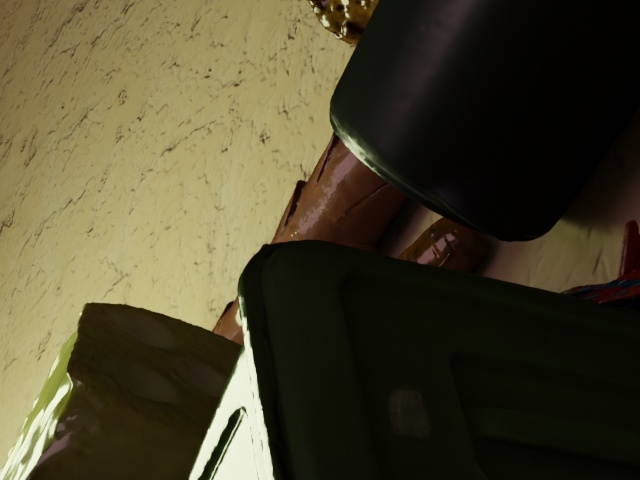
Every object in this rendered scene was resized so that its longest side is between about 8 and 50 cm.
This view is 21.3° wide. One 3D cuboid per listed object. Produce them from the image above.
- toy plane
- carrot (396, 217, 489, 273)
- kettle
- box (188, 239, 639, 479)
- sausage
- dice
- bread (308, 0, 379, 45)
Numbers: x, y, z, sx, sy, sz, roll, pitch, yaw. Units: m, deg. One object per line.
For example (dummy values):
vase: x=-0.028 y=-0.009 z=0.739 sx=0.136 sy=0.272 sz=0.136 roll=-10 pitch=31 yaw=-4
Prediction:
toy plane: x=0.155 y=0.046 z=1.001 sx=0.189 sy=0.061 sz=0.130 roll=-30 pitch=12 yaw=-31
carrot: x=0.058 y=0.050 z=1.265 sx=0.186 sy=0.060 sz=0.060 roll=-45 pitch=36 yaw=27
kettle: x=0.130 y=-0.188 z=1.131 sx=0.262 sy=0.203 sz=0.308 roll=44 pitch=114 yaw=31
box: x=0.094 y=0.154 z=0.867 sx=0.178 sy=0.329 sz=0.252 roll=-58 pitch=28 yaw=36
sausage: x=0.002 y=0.001 z=1.369 sx=0.433 sy=0.088 sz=0.088 roll=-59 pitch=30 yaw=17
dice: x=-0.127 y=0.201 z=1.250 sx=0.238 sy=0.227 sz=0.233 roll=-62 pitch=12 yaw=15
bread: x=0.030 y=-0.283 z=1.372 sx=0.135 sy=0.232 sz=0.246 roll=-22 pitch=45 yaw=41
